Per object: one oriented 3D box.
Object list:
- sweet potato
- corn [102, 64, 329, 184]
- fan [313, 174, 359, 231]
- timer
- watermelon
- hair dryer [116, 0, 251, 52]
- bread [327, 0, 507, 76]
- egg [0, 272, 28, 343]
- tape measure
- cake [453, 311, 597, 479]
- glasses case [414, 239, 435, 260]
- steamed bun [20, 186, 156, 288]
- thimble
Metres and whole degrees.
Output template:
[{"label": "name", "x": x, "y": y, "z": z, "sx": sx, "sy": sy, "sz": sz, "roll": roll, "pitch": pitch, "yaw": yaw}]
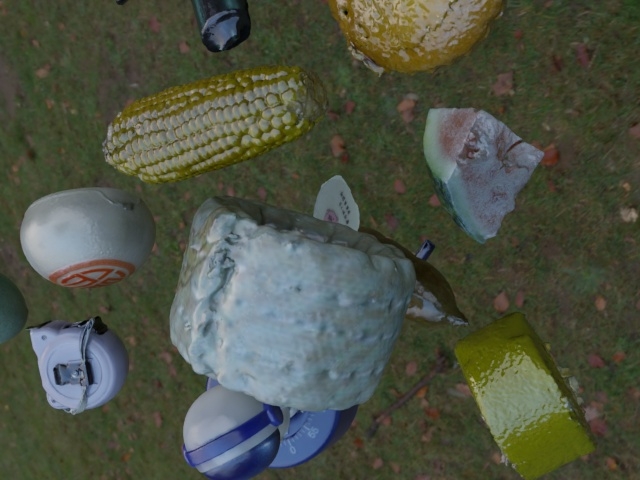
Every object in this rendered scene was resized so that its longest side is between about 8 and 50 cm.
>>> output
[{"label": "sweet potato", "x": 0.177, "y": 0.090, "z": 1.495, "sx": 0.370, "sy": 0.158, "sz": 0.157, "roll": 30, "pitch": 127, "yaw": 42}, {"label": "corn", "x": -0.115, "y": -0.117, "z": 0.669, "sx": 0.262, "sy": 0.097, "sz": 0.097, "roll": -12, "pitch": 101, "yaw": 26}, {"label": "fan", "x": -0.001, "y": 0.000, "z": 1.402, "sx": 0.310, "sy": 0.010, "sz": 0.182, "roll": -56, "pitch": 44, "yaw": 44}, {"label": "timer", "x": -0.098, "y": 0.270, "z": 1.053, "sx": 0.271, "sy": 0.383, "sz": 0.270, "roll": 1, "pitch": 92, "yaw": 14}, {"label": "watermelon", "x": 0.329, "y": -0.164, "z": 1.428, "sx": 0.232, "sy": 0.193, "sz": 0.310, "roll": -33, "pitch": 43, "yaw": 43}, {"label": "hair dryer", "x": -0.153, "y": -0.275, "z": 0.645, "sx": 0.244, "sy": 0.116, "sz": 0.302, "roll": -33, "pitch": 58, "yaw": 30}, {"label": "bread", "x": 0.111, "y": -0.294, "z": 0.682, "sx": 0.240, "sy": 0.139, "sz": 0.239, "roll": 21, "pitch": 119, "yaw": 43}, {"label": "egg", "x": -0.772, "y": 0.147, "z": 1.501, "sx": 0.169, "sy": 0.169, "sz": 0.236, "roll": 32, "pitch": 161, "yaw": 28}, {"label": "tape measure", "x": -0.481, "y": 0.247, "z": 1.328, "sx": 0.179, "sy": 0.105, "sz": 0.196, "roll": -14, "pitch": 96, "yaw": 8}, {"label": "cake", "x": 0.312, "y": 0.239, "z": 0.999, "sx": 0.156, "sy": 0.260, "sz": 0.179, "roll": -34, "pitch": 40, "yaw": 11}, {"label": "glasses case", "x": 0.273, "y": 0.037, "z": 1.753, "sx": 0.034, "sy": 0.023, "sz": 0.083, "roll": 27, "pitch": 122, "yaw": -7}, {"label": "steamed bun", "x": -0.496, "y": 0.012, "z": 1.430, "sx": 0.283, "sy": 0.283, "sz": 0.177, "roll": -30, "pitch": 65, "yaw": 46}, {"label": "thimble", "x": -0.043, "y": 0.068, "z": 0.802, "sx": 0.292, "sy": 0.291, "sz": 0.195, "roll": 21, "pitch": 100, "yaw": 35}]
